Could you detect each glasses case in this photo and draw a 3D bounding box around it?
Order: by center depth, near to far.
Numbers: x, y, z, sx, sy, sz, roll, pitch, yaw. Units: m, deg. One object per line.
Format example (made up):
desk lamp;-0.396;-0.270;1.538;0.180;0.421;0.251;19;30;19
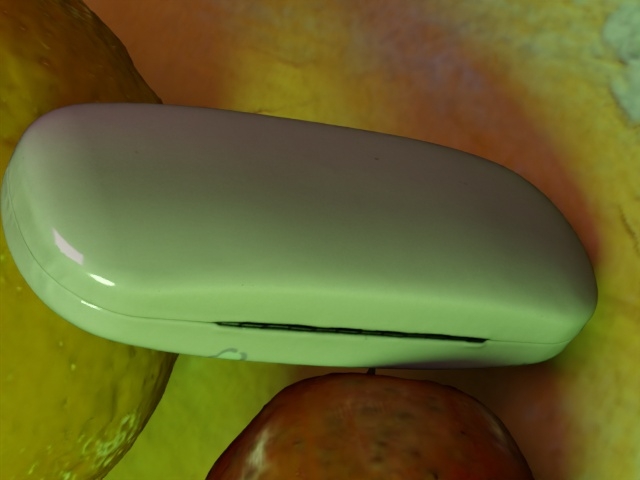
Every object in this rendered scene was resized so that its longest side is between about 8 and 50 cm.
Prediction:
glasses case;0.000;0.000;0.713;0.075;0.297;0.113;-58;40;36

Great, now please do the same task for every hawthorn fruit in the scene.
hawthorn fruit;0.019;0.137;0.716;0.179;0.179;0.200;-23;49;21

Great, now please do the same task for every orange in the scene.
orange;-0.222;0.007;0.829;0.341;0.293;0.340;-1;89;31
